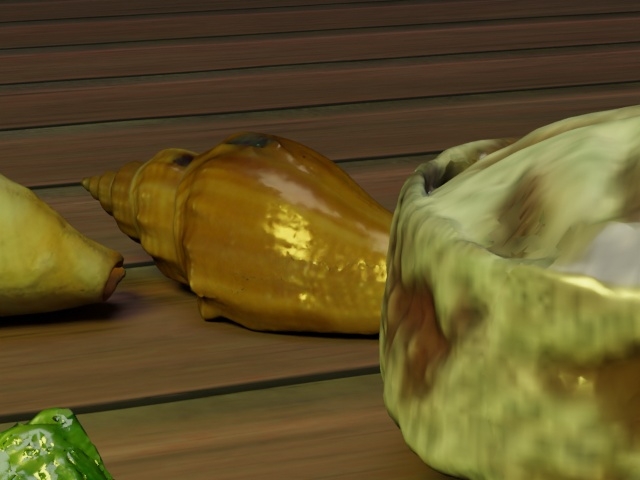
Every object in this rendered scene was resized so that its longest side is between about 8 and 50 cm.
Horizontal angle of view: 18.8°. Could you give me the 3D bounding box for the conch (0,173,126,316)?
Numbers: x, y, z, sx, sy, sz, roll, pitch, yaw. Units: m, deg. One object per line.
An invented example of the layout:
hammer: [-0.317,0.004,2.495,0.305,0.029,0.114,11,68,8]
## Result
conch: [-0.238,0.005,1.011,0.255,0.127,0.158,22,-16,1]

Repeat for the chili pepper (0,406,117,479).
chili pepper: [-0.030,0.109,0.506,0.279,0.122,0.065,30,54,25]

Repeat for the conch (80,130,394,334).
conch: [0.000,-0.005,1.025,0.330,0.093,0.109,8,18,34]

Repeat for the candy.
candy: [0.131,0.024,0.764,0.214,0.157,0.289,4,13,-1]
